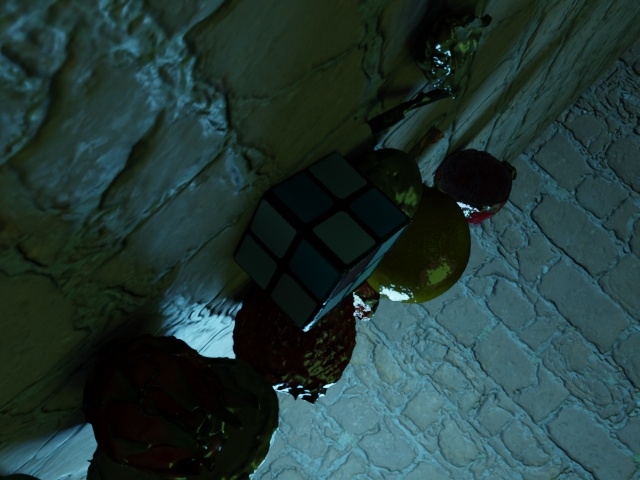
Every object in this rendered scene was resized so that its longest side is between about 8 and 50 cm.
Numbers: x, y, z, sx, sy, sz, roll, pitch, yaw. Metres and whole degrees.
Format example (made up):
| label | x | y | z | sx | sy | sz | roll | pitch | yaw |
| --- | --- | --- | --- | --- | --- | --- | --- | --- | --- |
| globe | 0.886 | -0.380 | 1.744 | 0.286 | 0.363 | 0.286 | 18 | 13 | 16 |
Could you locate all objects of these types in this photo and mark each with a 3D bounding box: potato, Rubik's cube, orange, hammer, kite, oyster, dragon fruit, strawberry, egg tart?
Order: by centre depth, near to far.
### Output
| label | x | y | z | sx | sy | sz | roll | pitch | yaw |
| --- | --- | --- | --- | --- | --- | --- | --- | --- | --- |
| dragon fruit | -0.214 | 0.228 | 0.954 | 0.193 | 0.274 | 0.192 | 6 | 94 | -44 |
| oyster | 0.188 | -0.279 | 0.983 | 0.129 | 0.078 | 0.345 | -56 | 170 | 16 |
| Rubik's cube | 0.001 | 0.000 | 1.067 | 0.183 | 0.167 | 0.180 | -36 | 165 | -43 |
| hammer | 0.171 | -0.228 | 1.137 | 0.125 | 0.027 | 0.297 | -24 | -173 | 33 |
| egg tart | -0.242 | 0.308 | 1.149 | 0.352 | 0.352 | 0.150 | -39 | 126 | -24 |
| potato | 0.093 | -0.076 | 1.216 | 0.154 | 0.137 | 0.200 | -8 | 156 | -16 |
| strawberry | -0.044 | 0.153 | 1.359 | 0.238 | 0.250 | 0.289 | 22 | 93 | -42 |
| kite | 0.226 | -0.210 | 1.502 | 0.222 | 0.008 | 0.125 | -38 | 166 | -30 |
| orange | 0.213 | 0.008 | 1.590 | 0.274 | 0.274 | 0.274 | -42 | 168 | -11 |
| dragon fruit | 0.393 | -0.138 | 1.901 | 0.282 | 0.211 | 0.147 | -15 | 154 | -11 |
| dragon fruit | 0.126 | 0.163 | 2.113 | 0.218 | 0.148 | 0.224 | -43 | 169 | -11 |

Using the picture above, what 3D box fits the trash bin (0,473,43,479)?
| label | x | y | z | sx | sy | sz | roll | pitch | yaw |
| --- | --- | --- | --- | --- | --- | --- | --- | --- | --- |
| trash bin | -0.519 | 0.490 | 1.120 | 0.243 | 0.121 | 0.247 | -40 | 164 | -22 |
